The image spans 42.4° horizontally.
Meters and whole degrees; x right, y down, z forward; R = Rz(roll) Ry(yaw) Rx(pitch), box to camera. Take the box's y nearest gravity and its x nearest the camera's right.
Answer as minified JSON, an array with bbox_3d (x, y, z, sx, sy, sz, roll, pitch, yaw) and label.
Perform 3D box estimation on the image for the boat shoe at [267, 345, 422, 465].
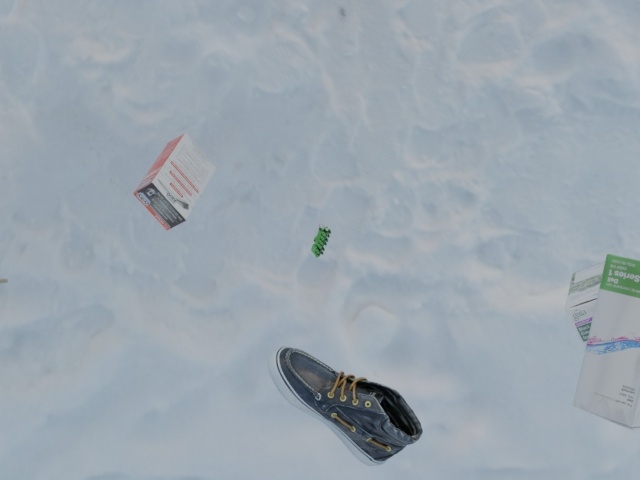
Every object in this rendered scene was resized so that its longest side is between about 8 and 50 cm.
[{"bbox_3d":[0.030,0.172,0.926,0.183,0.065,0.083,42,131,-6],"label":"boat shoe"}]

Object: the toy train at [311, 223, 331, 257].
[{"bbox_3d":[0.000,0.000,1.400,0.017,0.024,0.083,-27,156,-27],"label":"toy train"}]

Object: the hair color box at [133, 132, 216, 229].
[{"bbox_3d":[-0.257,-0.107,1.471,0.053,0.167,0.093,-25,117,30],"label":"hair color box"}]

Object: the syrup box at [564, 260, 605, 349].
[{"bbox_3d":[0.566,0.126,1.672,0.093,0.237,0.096,-25,96,25],"label":"syrup box"}]

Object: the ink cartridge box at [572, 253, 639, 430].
[{"bbox_3d":[0.566,0.176,1.451,0.201,0.117,0.278,8,95,-47],"label":"ink cartridge box"}]

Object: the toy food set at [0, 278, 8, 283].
[{"bbox_3d":[-0.590,0.076,1.331,0.132,0.192,0.039,-6,80,-4],"label":"toy food set"}]
